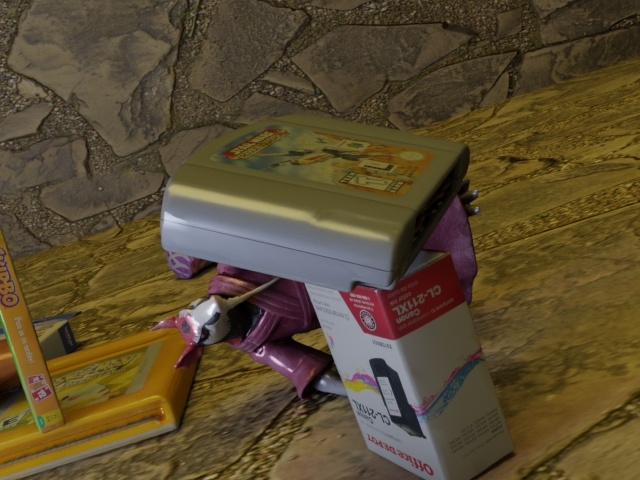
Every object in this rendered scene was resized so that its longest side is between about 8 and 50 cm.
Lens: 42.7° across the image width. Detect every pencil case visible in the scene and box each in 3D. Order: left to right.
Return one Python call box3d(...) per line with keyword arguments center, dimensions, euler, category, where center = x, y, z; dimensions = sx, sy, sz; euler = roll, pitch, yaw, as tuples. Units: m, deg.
box3d(center=(-0.223, 0.010, 1.717), dimensions=(0.088, 0.086, 0.206), euler=(27, 39, 33), category="pencil case")

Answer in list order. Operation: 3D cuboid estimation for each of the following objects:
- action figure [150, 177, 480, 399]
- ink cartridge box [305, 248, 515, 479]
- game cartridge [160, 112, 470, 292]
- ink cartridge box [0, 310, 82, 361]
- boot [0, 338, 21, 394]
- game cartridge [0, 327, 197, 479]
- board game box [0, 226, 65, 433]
box3d(center=(-0.012, 0.032, 0.904), dimensions=(0.370, 0.248, 0.276), euler=(-18, 11, -17), category="action figure")
box3d(center=(0.069, 0.097, 0.664), dimensions=(0.072, 0.175, 0.127), euler=(-26, 14, -24), category="ink cartridge box")
box3d(center=(0.003, -0.047, 0.678), dimensions=(0.198, 0.062, 0.297), euler=(16, 23, 14), category="game cartridge")
box3d(center=(-0.518, 0.205, 1.295), dimensions=(0.186, 0.065, 0.311), euler=(-13, 16, 15), category="ink cartridge box")
box3d(center=(-0.474, 0.195, 1.005), dimensions=(0.220, 0.109, 0.283), euler=(-15, 4, -8), category="boot")
box3d(center=(-0.302, 0.196, 1.052), dimensions=(0.285, 0.052, 0.323), euler=(-17, 13, 1), category="game cartridge")
box3d(center=(-0.343, 0.076, 0.907), dimensions=(0.039, 0.259, 0.124), euler=(-21, 12, -22), category="board game box")
